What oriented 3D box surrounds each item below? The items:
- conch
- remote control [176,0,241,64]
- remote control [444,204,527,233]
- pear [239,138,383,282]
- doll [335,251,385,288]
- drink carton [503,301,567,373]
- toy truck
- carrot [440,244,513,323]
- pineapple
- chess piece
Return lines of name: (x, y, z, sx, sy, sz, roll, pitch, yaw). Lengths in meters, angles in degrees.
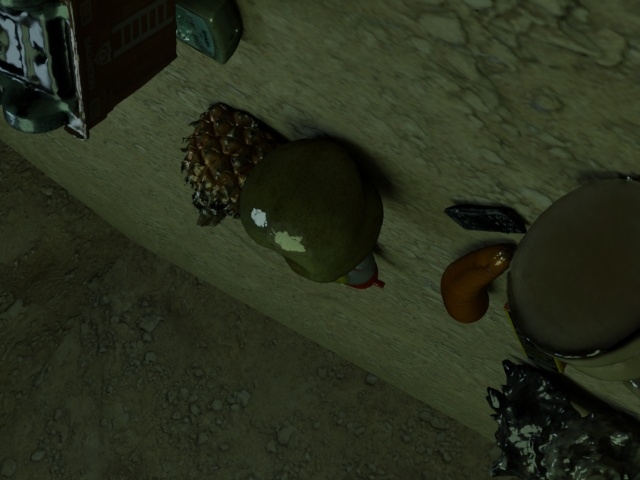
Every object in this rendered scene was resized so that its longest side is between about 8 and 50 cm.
conch: (0.387, 0.319, 1.361, 0.313, 0.186, 0.240, 49, 142, 5)
remote control: (-0.178, -0.241, 0.786, 0.234, 0.038, 0.098, 30, 169, 6)
remote control: (0.164, -0.022, 0.862, 0.039, 0.014, 0.096, 38, 166, -26)
pear: (-0.008, -0.035, 0.968, 0.167, 0.136, 0.167, 32, 172, 5)
doll: (0.000, 0.000, 1.259, 0.245, 0.076, 0.142, 40, 168, -18)
drink carton: (0.246, 0.082, 0.944, 0.056, 0.071, 0.165, 22, 164, 30)
toy truck: (-0.266, -0.215, 0.696, 0.305, 0.162, 0.136, 27, 138, 19)
carrot: (0.178, 0.047, 1.026, 0.271, 0.062, 0.066, 77, 167, -69)
pineapple: (-0.111, -0.071, 1.081, 0.161, 0.136, 0.176, 27, 169, 25)
chess piece: (0.271, 0.073, 0.690, 0.261, 0.142, 0.143, 35, 169, -38)
